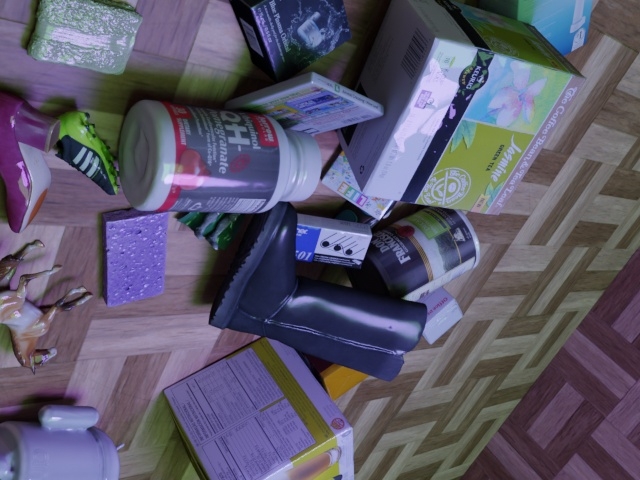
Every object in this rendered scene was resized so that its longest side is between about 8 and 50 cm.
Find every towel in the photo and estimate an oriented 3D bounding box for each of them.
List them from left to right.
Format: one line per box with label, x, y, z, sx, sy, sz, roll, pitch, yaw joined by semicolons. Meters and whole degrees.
towel;-0.336;-0.296;0.958;0.148;0.027;0.110;0;125;-42

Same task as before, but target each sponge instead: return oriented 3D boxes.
sponge;-0.351;0.030;1.263;0.117;0.031;0.210;-14;136;-32

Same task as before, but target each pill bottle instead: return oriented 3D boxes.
pill bottle;-0.162;-0.135;1.137;0.318;0.176;0.176;-1;127;-38

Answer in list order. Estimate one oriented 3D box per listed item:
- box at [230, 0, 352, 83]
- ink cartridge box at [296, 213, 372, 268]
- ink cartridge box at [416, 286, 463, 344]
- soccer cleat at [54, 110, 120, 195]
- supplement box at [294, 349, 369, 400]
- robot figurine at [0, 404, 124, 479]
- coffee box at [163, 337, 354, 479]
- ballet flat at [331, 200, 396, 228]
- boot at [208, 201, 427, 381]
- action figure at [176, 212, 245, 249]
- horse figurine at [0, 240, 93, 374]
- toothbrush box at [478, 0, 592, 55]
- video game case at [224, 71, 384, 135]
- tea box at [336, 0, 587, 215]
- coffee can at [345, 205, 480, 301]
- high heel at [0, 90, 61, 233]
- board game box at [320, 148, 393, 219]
box;-0.049;-0.371;1.090;0.158;0.093;0.156;-36;143;-11
ink cartridge box;0.000;0.000;1.464;0.207;0.046;0.097;9;125;-12
ink cartridge box;0.284;0.173;1.857;0.128;0.176;0.127;-41;143;-2
soccer cleat;-0.375;-0.135;1.066;0.072;0.060;0.179;-13;143;1
supplement box;0.042;0.264;1.713;0.191;0.194;0.129;-32;142;-14
robot figurine;-0.563;0.477;1.370;0.353;0.200;0.300;22;94;-51
coffee box;-0.147;0.501;1.656;0.334;0.338;0.338;-26;140;-20
ballet flat;0.099;-0.065;1.538;0.280;0.095;0.096;-43;154;18
boot;0.031;0.113;1.419;0.445;0.146;0.367;21;130;-13
action figure;-0.155;-0.090;1.302;0.232;0.063;0.137;-50;140;4
horse figurine;-0.512;0.109;1.169;0.174;0.066;0.263;-40;146;-14
toothbrush box;0.444;-0.508;1.371;0.216;0.126;0.295;-31;142;-13
video game case;-0.029;-0.233;1.181;0.193;0.212;0.023;11;76;-48
tea box;0.251;-0.254;1.279;0.323;0.220;0.329;6;130;-23
coffee can;0.225;0.044;1.657;0.275;0.201;0.201;-27;141;-21
high heel;-0.472;-0.112;1.003;0.117;0.082;0.244;24;134;-11
board game box;0.092;-0.128;1.434;0.154;0.026;0.103;32;106;-10
